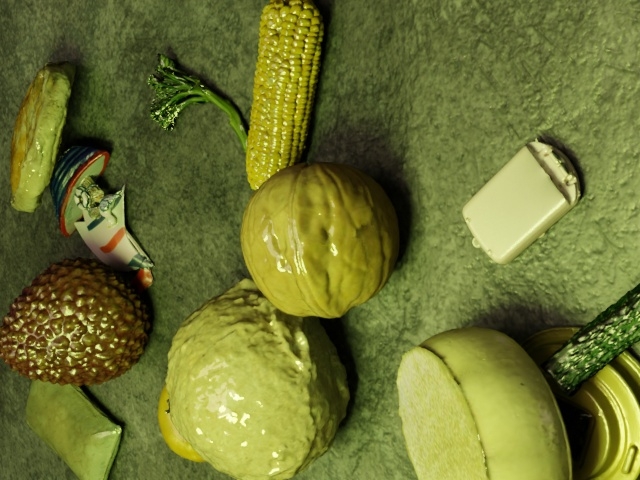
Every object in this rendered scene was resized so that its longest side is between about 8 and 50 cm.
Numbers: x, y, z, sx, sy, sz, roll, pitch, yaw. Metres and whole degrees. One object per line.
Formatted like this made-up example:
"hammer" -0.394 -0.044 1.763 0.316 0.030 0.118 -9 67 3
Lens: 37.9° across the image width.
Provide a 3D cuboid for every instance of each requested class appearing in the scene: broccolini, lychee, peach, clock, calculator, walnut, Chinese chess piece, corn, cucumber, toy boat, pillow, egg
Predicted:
"broccolini" -0.212 -0.207 1.591 0.271 0.062 0.123 39 130 30
"lychee" -0.460 0.160 1.715 0.271 0.271 0.271 6 99 43
"peach" -0.204 0.295 1.600 0.179 0.103 0.179 2 93 43
"clock" 0.305 0.223 1.143 0.237 0.057 0.236 7 100 42
"calculator" 0.250 -0.046 1.178 0.175 0.032 0.100 -48 63 36
"walnut" 0.000 0.000 1.305 0.228 0.228 0.227 6 99 43
"Chinese chess piece" 0.192 0.241 1.143 0.270 0.112 0.269 168 90 -72
"corn" -0.054 -0.214 1.407 0.102 0.102 0.312 22 113 40
"cucumber" 0.337 0.107 1.069 0.187 0.058 0.058 -43 65 19
"toy boat" -0.431 -0.030 1.819 0.219 0.072 0.318 -27 86 39
"pillow" -0.519 0.378 1.927 0.302 0.075 0.184 34 115 35
"egg" -0.098 0.212 1.389 0.279 0.279 0.310 -44 58 37

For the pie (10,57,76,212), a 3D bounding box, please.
"pie" -0.553 -0.210 1.841 0.339 0.077 0.339 -36 47 52
